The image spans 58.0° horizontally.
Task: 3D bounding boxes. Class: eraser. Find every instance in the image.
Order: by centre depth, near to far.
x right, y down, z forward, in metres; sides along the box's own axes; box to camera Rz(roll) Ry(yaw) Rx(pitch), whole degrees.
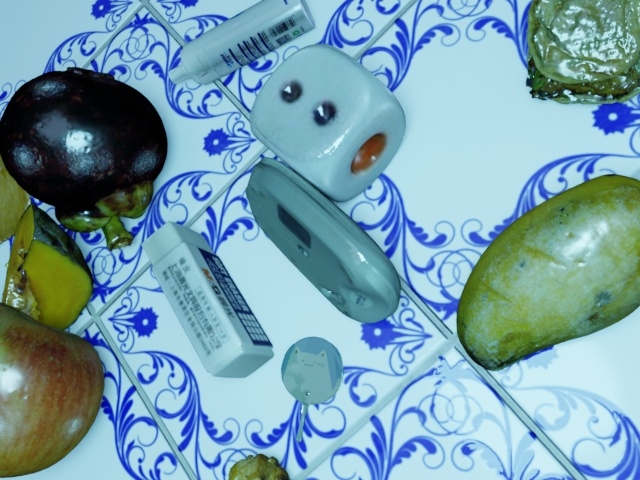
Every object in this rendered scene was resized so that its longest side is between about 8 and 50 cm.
[{"bbox_3d":[-0.197,0.103,1.007,0.081,0.124,0.279,-39,67,8],"label":"eraser"}]

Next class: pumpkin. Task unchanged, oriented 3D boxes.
[{"bbox_3d":[-0.539,0.059,1.147,0.312,0.148,0.169,-54,39,27],"label":"pumpkin"}]

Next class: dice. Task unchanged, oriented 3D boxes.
[{"bbox_3d":[0.015,-0.191,0.959,0.192,0.193,0.194,43,96,22],"label":"dice"}]

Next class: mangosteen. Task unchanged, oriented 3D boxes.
[{"bbox_3d":[-0.442,-0.167,1.090,0.297,0.297,0.313,46,134,23],"label":"mangosteen"}]

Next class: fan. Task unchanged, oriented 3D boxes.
[{"bbox_3d":[-0.020,0.249,0.970,0.113,0.005,0.175,7,79,22],"label":"fan"}]

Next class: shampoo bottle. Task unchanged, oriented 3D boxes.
[{"bbox_3d":[-0.163,-0.386,1.127,0.304,0.092,0.092,-23,71,15],"label":"shampoo bottle"}]

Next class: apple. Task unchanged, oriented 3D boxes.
[{"bbox_3d":[-0.538,0.266,1.005,0.302,0.301,0.301,-5,76,20],"label":"apple"}]

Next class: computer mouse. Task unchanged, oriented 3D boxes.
[{"bbox_3d":[0.005,-0.004,0.931,0.095,0.197,0.331,-34,66,-26],"label":"computer mouse"}]

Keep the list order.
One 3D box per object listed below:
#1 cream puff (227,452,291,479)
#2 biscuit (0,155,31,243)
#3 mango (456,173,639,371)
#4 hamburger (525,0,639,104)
[{"bbox_3d":[-0.093,0.403,0.908,0.104,0.119,0.133,-19,98,-2],"label":"cream puff"},{"bbox_3d":[-0.765,-0.086,1.329,0.232,0.013,0.236,-30,70,12],"label":"biscuit"},{"bbox_3d":[0.328,0.046,0.810,0.330,0.176,0.176,-37,44,29],"label":"mango"},{"bbox_3d":[0.414,-0.311,0.886,0.183,0.130,0.205,3,98,23],"label":"hamburger"}]
